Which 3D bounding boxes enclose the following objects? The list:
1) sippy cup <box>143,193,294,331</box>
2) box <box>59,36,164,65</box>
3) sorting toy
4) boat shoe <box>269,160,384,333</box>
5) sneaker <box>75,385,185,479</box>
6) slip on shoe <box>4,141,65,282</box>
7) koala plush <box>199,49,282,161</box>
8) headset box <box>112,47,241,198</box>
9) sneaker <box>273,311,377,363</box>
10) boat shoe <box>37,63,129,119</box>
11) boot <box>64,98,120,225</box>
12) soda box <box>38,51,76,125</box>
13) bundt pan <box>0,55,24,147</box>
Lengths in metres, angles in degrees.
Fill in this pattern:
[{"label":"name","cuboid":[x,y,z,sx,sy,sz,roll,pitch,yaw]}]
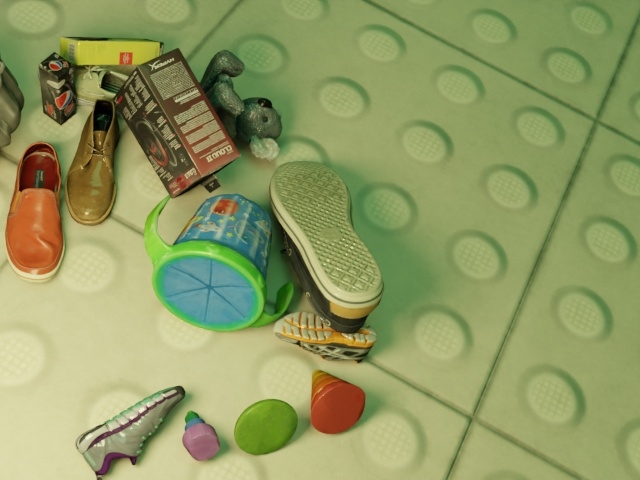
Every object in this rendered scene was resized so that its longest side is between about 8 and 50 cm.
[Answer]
[{"label":"sippy cup","cuboid":[-0.202,0.031,1.780,0.240,0.305,0.224,-3,42,19]},{"label":"box","cuboid":[-0.487,-0.444,2.026,0.087,0.058,0.232,21,22,39]},{"label":"sorting toy","cuboid":[-0.100,0.327,1.699,0.365,0.127,0.126,-12,33,-18]},{"label":"boat shoe","cuboid":[0.000,0.000,1.874,0.187,0.156,0.500,-7,43,-17]},{"label":"sneaker","cuboid":[-0.342,0.360,1.625,0.224,0.083,0.098,-28,89,-23]},{"label":"slip on shoe","cuboid":[-0.593,-0.064,1.800,0.123,0.101,0.331,3,59,-15]},{"label":"koala plush","cuboid":[-0.186,-0.291,2.026,0.221,0.203,0.196,22,40,-26]},{"label":"headset box","cuboid":[-0.307,-0.233,1.866,0.110,0.218,0.293,-33,95,-28]},{"label":"sneaker","cuboid":[0.006,0.209,1.790,0.215,0.083,0.084,11,35,-5]},{"label":"boat shoe","cuboid":[-0.512,-0.366,2.014,0.302,0.094,0.109,20,56,-2]},{"label":"boot","cuboid":[-0.496,-0.177,1.889,0.112,0.115,0.305,7,58,-13]},{"label":"soda box","cuboid":[-0.586,-0.337,1.931,0.060,0.169,0.053,35,58,9]},{"label":"bundt pan","cuboid":[-0.755,-0.249,1.797,0.331,0.124,0.331,-14,53,20]}]
